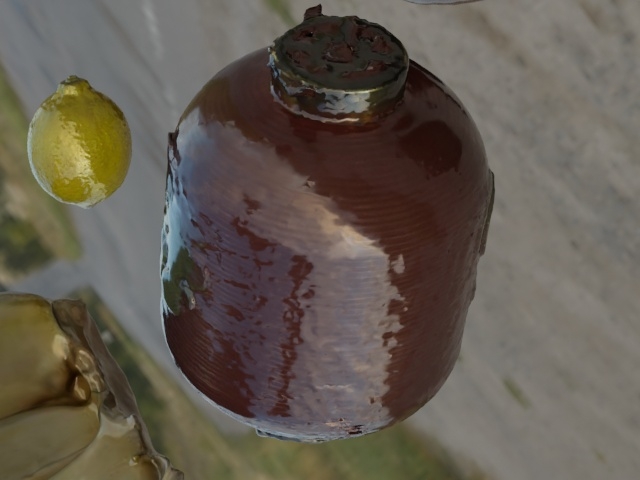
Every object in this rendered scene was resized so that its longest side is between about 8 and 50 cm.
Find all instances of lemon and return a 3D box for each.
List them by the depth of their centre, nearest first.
[{"bbox_3d":[-0.141,-0.057,1.014,0.062,0.062,0.083,-143,45,-59],"label":"lemon"}]

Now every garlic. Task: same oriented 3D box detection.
[{"bbox_3d":[-0.192,0.153,1.021,0.281,0.203,0.185,55,166,35],"label":"garlic"}]

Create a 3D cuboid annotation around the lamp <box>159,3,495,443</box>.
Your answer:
[{"bbox_3d":[0.000,0.000,0.931,0.180,0.180,0.258,46,143,37],"label":"lamp"}]

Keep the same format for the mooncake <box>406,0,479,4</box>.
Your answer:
[{"bbox_3d":[0.111,-0.370,1.397,0.334,0.326,0.174,43,-169,-34],"label":"mooncake"}]
